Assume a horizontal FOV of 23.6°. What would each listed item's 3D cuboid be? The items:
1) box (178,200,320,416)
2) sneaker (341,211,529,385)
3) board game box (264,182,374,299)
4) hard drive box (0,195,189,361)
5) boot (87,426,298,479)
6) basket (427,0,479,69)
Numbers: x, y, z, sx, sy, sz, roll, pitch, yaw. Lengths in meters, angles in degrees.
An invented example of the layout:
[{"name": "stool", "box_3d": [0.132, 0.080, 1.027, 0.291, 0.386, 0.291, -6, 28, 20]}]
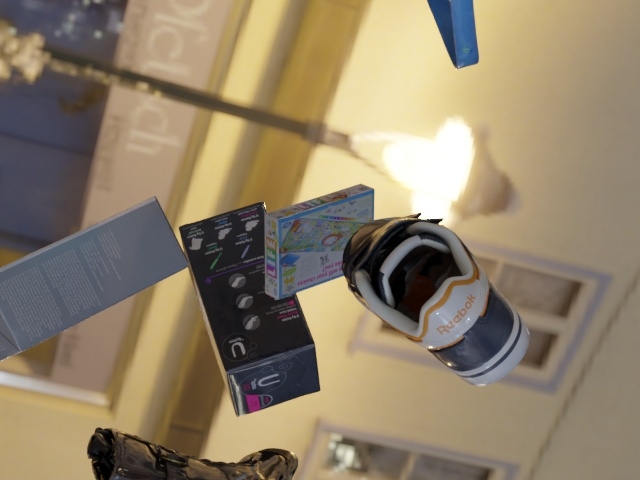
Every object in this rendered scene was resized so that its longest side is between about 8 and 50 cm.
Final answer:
[{"name": "box", "box_3d": [-0.108, 0.104, 2.349, 0.165, 0.143, 0.270, 83, -12, -58]}, {"name": "sneaker", "box_3d": [0.093, 0.028, 1.591, 0.126, 0.127, 0.321, -48, -149, -3]}, {"name": "board game box", "box_3d": [0.000, 0.000, 1.841, 0.026, 0.154, 0.103, 24, -58, 44]}, {"name": "hard drive box", "box_3d": [-0.289, 0.054, 1.661, 0.181, 0.232, 0.089, -23, -87, 50]}, {"name": "boot", "box_3d": [-0.139, 0.247, 1.651, 0.263, 0.229, 0.091, -151, -98, -78]}, {"name": "basket", "box_3d": [0.103, -0.353, 1.580, 0.255, 0.201, 0.289, 80, -3, -56]}]
